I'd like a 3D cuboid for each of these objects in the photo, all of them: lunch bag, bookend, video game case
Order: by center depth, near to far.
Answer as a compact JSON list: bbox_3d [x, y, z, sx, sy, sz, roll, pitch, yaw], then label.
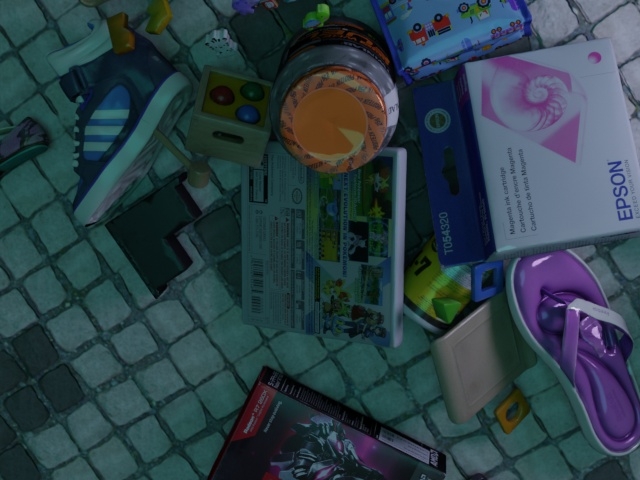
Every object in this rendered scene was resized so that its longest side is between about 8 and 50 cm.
[{"bbox_3d":[0.181,-0.429,1.694,0.221,0.138,0.293,-21,86,10],"label":"lunch bag"},{"bbox_3d":[0.000,0.000,1.787,0.300,0.036,0.329,7,103,28],"label":"video game case"},{"bbox_3d":[-0.260,-0.010,1.848,0.157,0.072,0.156,-33,97,11],"label":"bookend"}]

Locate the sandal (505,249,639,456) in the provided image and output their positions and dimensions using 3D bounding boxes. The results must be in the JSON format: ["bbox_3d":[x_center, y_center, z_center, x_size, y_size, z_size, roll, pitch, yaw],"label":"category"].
[{"bbox_3d":[0.451,0.175,1.760,0.169,0.102,0.416,-38,107,-20],"label":"sandal"}]

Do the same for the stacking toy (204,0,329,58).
[{"bbox_3d":[-0.082,-0.392,1.690,0.221,0.052,0.167,-12,59,24],"label":"stacking toy"}]

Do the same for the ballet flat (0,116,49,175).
[{"bbox_3d":[-0.577,-0.142,1.863,0.221,0.077,0.079,-32,78,7],"label":"ballet flat"}]

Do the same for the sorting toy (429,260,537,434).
[{"bbox_3d":[0.268,0.187,1.785,0.196,0.047,0.348,-32,122,-24],"label":"sorting toy"}]

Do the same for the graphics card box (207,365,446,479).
[{"bbox_3d":[0.011,0.410,1.893,0.371,0.094,0.233,27,103,0],"label":"graphics card box"}]

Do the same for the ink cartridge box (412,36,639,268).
[{"bbox_3d":[0.326,-0.139,1.692,0.330,0.071,0.324,-10,73,7],"label":"ink cartridge box"}]

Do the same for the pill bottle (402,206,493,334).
[{"bbox_3d":[0.220,0.043,1.781,0.119,0.119,0.208,36,102,-2],"label":"pill bottle"}]

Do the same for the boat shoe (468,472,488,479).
[{"bbox_3d":[0.237,0.499,1.914,0.206,0.075,0.065,-48,50,18],"label":"boat shoe"}]

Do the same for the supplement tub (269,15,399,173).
[{"bbox_3d":[0.022,-0.223,1.637,0.193,0.316,0.194,0,113,1],"label":"supplement tub"}]

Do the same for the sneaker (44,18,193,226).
[{"bbox_3d":[-0.386,-0.213,1.803,0.236,0.130,0.323,38,106,6],"label":"sneaker"}]

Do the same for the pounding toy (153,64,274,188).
[{"bbox_3d":[-0.172,-0.184,1.711,0.181,0.206,0.094,14,137,-9],"label":"pounding toy"}]

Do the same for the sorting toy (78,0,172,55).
[{"bbox_3d":[-0.302,-0.467,1.710,0.229,0.041,0.307,-20,76,17],"label":"sorting toy"}]
